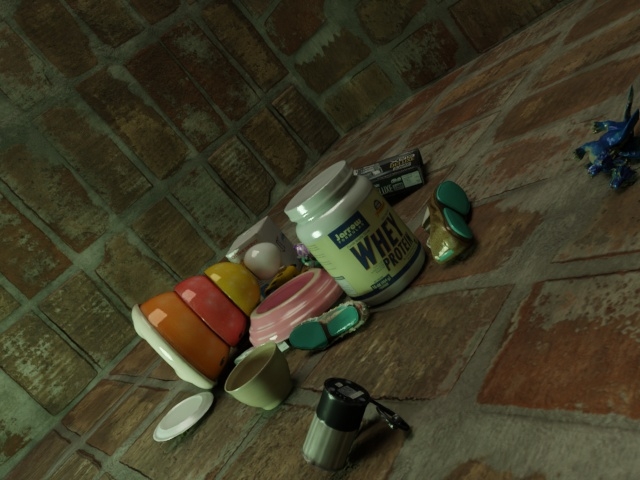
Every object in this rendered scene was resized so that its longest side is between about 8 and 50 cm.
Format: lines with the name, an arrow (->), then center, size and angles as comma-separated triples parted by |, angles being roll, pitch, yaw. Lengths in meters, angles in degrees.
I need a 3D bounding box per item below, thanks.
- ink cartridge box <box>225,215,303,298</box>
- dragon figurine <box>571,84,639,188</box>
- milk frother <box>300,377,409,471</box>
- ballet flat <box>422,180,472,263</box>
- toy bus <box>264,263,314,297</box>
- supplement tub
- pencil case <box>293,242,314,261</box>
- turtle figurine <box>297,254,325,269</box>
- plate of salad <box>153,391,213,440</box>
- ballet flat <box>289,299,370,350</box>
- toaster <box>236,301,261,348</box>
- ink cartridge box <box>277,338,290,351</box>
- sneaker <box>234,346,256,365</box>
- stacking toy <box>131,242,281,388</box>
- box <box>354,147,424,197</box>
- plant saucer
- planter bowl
ink cartridge box -> -0.208, 0.063, 2.194 | 0.171, 0.232, 0.168 | -35, 14, 22
dragon figurine -> 0.615, -0.207, 1.166 | 0.289, 0.085, 0.144 | -45, 15, -16
milk frother -> 0.059, 0.326, 0.980 | 0.143, 0.129, 0.134 | 33, 110, 47
ballet flat -> 0.313, -0.042, 1.461 | 0.124, 0.116, 0.342 | -55, 10, 27
toy bus -> -0.107, 0.136, 1.970 | 0.191, 0.104, 0.202 | -41, 14, -5
supplement tub -> 0.087, -0.017, 1.472 | 0.235, 0.324, 0.235 | -38, 14, 11
pencil case -> 0.000, 0.000, 2.147 | 0.206, 0.088, 0.086 | -34, 17, 21
turtle figurine -> 0.043, 0.045, 1.831 | 0.175, 0.118, 0.234 | -47, 27, -26
plate of salad -> -0.391, 0.514, 1.669 | 0.200, 0.048, 0.200 | -28, 14, 8
ballet flat -> 0.030, 0.218, 1.450 | 0.241, 0.091, 0.077 | -26, -11, 33
toaster -> -0.280, 0.267, 2.012 | 0.168, 0.110, 0.186 | -45, 15, -13
ink cartridge box -> -0.112, 0.294, 1.650 | 0.048, 0.028, 0.083 | -36, 14, 18
sneaker -> -0.196, 0.335, 1.698 | 0.152, 0.053, 0.061 | -26, 17, 47
stacking toy -> -0.305, 0.186, 1.795 | 0.480, 0.350, 0.351 | -45, 14, -9
box -> 0.225, -0.225, 2.108 | 0.308, 0.076, 0.242 | -17, 21, 17
plant saucer -> -0.082, 0.185, 1.710 | 0.332, 0.084, 0.332 | -32, 10, 6
planter bowl -> -0.137, 0.341, 1.401 | 0.162, 0.109, 0.162 | -37, 14, 11
